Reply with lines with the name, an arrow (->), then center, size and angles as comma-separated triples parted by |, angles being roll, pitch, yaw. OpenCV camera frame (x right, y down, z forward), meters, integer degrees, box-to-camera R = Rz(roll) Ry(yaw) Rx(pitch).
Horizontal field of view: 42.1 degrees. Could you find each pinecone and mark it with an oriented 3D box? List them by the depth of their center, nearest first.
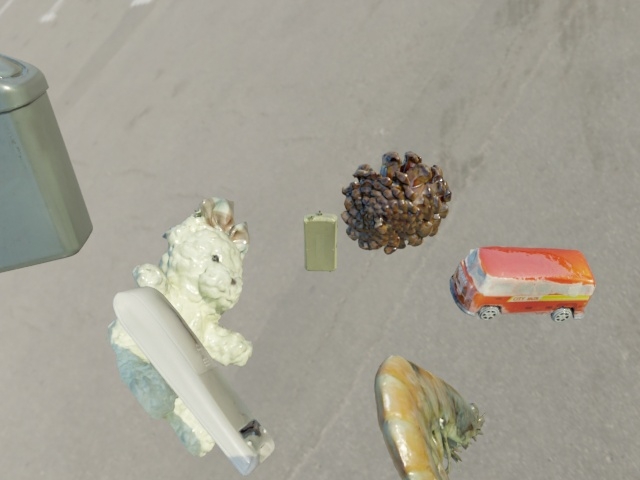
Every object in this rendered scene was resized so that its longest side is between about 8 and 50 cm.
pinecone -> 0.134, -0.071, 1.439 | 0.150, 0.195, 0.179 | 56, 143, 43

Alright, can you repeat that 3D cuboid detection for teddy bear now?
teddy bear -> -0.208, 0.126, 1.519 | 0.362, 0.327, 0.375 | -42, 37, -9

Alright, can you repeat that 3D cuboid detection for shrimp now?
shrimp -> 0.117, 0.196, 0.735 | 0.058, 0.296, 0.169 | -24, 64, 17

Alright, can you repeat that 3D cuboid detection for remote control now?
remote control -> -0.174, 0.188, 1.194 | 0.055, 0.313, 0.109 | -42, -8, 14

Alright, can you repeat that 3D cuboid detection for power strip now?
power strip -> 0.000, 0.000, 1.855 | 0.076, 0.169, 0.028 | 2, 38, 2

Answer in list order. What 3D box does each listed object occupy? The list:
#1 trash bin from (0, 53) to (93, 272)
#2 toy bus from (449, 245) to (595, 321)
trash bin -> -0.365, -0.086, 0.902 | 0.176, 0.236, 0.101 | -13, 24, 4
toy bus -> 0.254, 0.050, 1.039 | 0.077, 0.174, 0.079 | 107, 160, -45
